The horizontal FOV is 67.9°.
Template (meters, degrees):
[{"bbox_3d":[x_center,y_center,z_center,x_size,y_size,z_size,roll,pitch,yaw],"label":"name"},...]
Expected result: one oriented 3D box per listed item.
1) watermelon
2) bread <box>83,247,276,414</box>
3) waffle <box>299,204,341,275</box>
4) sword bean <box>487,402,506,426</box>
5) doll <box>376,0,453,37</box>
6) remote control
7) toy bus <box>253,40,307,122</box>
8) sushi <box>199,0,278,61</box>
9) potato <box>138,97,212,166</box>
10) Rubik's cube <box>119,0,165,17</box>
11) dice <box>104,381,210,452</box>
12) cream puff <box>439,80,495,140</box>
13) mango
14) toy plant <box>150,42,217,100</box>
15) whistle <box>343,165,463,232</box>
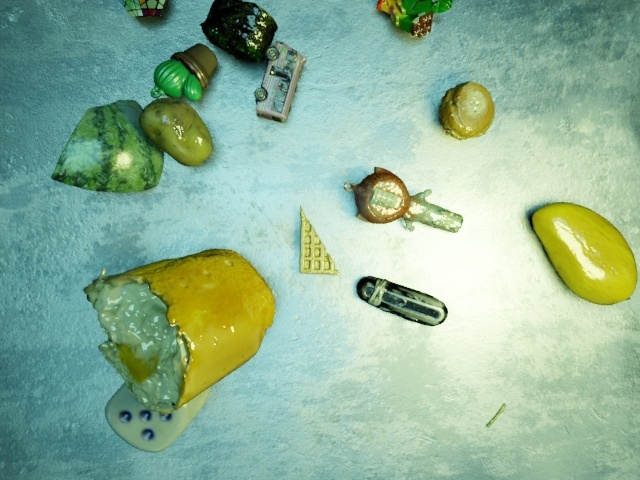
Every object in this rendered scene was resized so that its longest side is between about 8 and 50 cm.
[{"bbox_3d":[-0.542,-0.250,1.263,0.176,0.256,0.260,32,99,42],"label":"watermelon"},{"bbox_3d":[-0.309,0.162,1.157,0.361,0.394,0.250,46,130,16],"label":"bread"},{"bbox_3d":[0.000,0.000,1.331,0.125,0.032,0.191,3,91,0],"label":"waffle"},{"bbox_3d":[0.504,0.499,1.357,0.012,0.012,0.083,41,87,-1],"label":"sword bean"},{"bbox_3d":[0.246,-0.646,1.305,0.186,0.106,0.134,36,84,15],"label":"doll"},{"bbox_3d":[0.228,0.169,1.321,0.266,0.066,0.090,20,85,-2],"label":"remote control"},{"bbox_3d":[-0.113,-0.430,1.299,0.108,0.096,0.199,17,91,-5],"label":"toy bus"},{"bbox_3d":[-0.220,-0.554,1.250,0.225,0.124,0.127,33,95,37],"label":"sushi"},{"bbox_3d":[-0.377,-0.286,1.253,0.137,0.154,0.200,-35,121,25],"label":"potato"},{"bbox_3d":[-0.476,-0.663,1.280,0.112,0.133,0.133,-21,90,23],"label":"Rubik's cube"},{"bbox_3d":[-0.415,0.406,1.227,0.192,0.193,0.194,40,101,-4],"label":"dice"},{"bbox_3d":[0.395,-0.352,1.304,0.150,0.115,0.165,36,80,-8],"label":"cream puff"},{"bbox_3d":[0.732,0.027,1.301,0.195,0.142,0.332,-30,88,-6],"label":"mango"},{"bbox_3d":[-0.365,-0.439,1.283,0.143,0.105,0.200,39,79,5],"label":"toy plant"},{"bbox_3d":[0.224,-0.096,1.298,0.346,0.134,0.142,18,80,-9],"label":"whistle"}]
